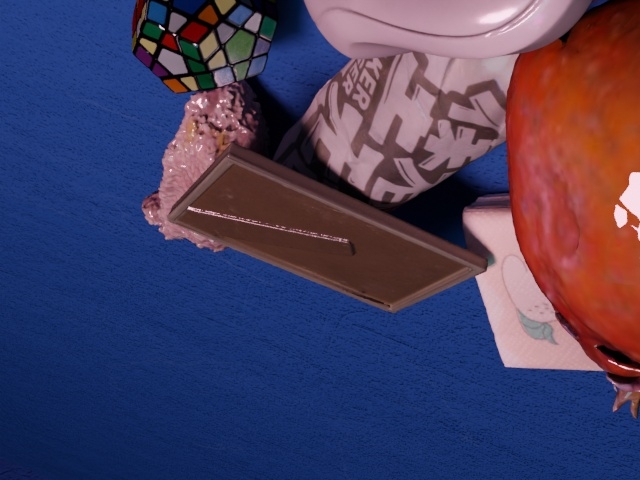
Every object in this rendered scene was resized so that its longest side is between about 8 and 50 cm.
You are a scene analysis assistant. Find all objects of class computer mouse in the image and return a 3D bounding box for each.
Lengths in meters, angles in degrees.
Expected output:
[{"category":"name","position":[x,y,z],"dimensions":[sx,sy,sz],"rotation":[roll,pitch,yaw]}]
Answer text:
[{"category":"computer mouse","position":[0.062,-0.203,0.710],"dimensions":[0.121,0.184,0.297],"rotation":[10,-174,-21]}]

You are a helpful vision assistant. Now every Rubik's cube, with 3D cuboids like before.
[{"category":"Rubik's cube","position":[-0.098,-0.187,0.976],"dimensions":[0.133,0.133,0.112],"rotation":[25,173,9]}]

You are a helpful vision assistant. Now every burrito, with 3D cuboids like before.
[{"category":"burrito","position":[0.057,-0.093,0.994],"dimensions":[0.139,0.101,0.445],"rotation":[38,148,-9]}]

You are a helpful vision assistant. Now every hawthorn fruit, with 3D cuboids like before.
[{"category":"hawthorn fruit","position":[0.248,-0.012,0.762],"dimensions":[0.276,0.276,0.308],"rotation":[16,110,22]}]

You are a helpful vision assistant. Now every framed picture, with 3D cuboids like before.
[{"category":"framed picture","position":[0.000,0.000,1.065],"dimensions":[0.259,0.023,0.189],"rotation":[24,157,-15]}]

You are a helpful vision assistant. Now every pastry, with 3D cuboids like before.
[{"category":"pastry","position":[-0.108,-0.060,1.175],"dimensions":[0.112,0.103,0.265],"rotation":[49,155,4]}]

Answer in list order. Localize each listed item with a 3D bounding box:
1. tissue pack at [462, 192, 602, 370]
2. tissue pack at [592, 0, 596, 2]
[{"category":"tissue pack","position":[0.284,0.032,0.981],"dimensions":[0.325,0.071,0.170],"rotation":[-3,115,41]},{"category":"tissue pack","position":[0.197,-0.207,0.703],"dimensions":[0.148,0.109,0.060],"rotation":[-10,133,48]}]
